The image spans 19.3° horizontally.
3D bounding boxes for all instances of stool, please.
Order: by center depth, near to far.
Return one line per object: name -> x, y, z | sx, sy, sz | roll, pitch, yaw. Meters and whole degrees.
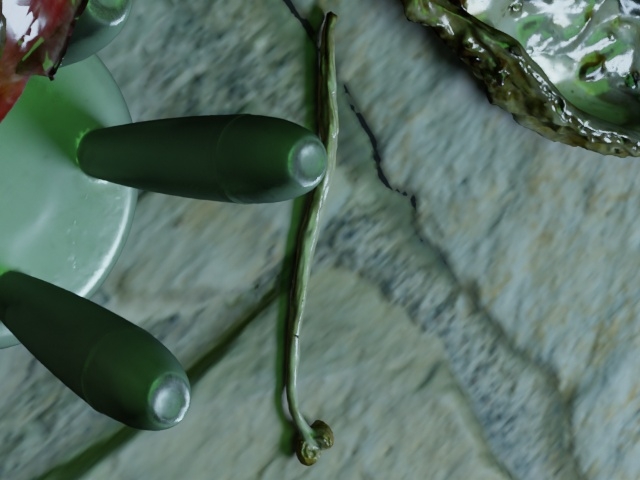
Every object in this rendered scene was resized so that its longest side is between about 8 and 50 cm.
stool -> -0.143, -0.027, 0.971 | 0.195, 0.198, 0.195 | 38, 75, -30

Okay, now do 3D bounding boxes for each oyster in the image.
oyster -> 0.176, -0.122, 1.261 | 0.345, 0.078, 0.129 | 14, 67, -33

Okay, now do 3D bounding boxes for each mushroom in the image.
mushroom -> -0.004, 0.000, 1.177 | 0.028, 0.026, 0.286 | -5, 97, -50

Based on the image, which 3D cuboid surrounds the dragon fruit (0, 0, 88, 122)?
dragon fruit -> -0.258, -0.159, 0.803 | 0.291, 0.269, 0.250 | 29, 93, -33
